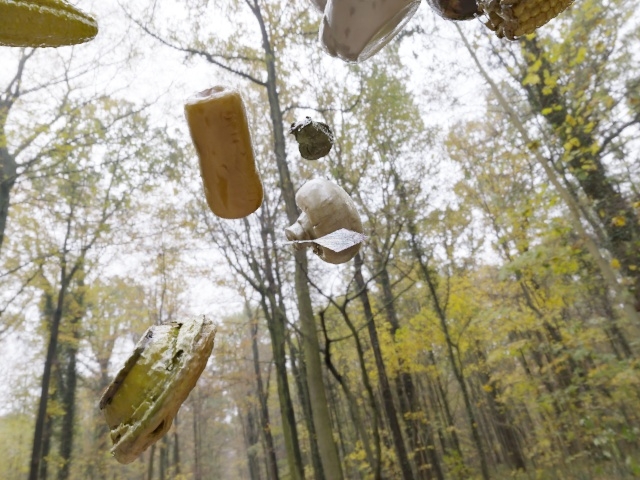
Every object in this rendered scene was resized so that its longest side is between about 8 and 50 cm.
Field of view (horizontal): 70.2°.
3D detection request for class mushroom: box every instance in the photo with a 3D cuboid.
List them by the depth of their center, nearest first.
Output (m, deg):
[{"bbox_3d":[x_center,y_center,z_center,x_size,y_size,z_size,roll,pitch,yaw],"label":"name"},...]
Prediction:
[{"bbox_3d":[0.019,-0.028,1.255,0.195,0.189,0.254,-30,-49,-16],"label":"mushroom"}]

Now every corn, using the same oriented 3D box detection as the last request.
[{"bbox_3d":[0.334,-0.377,0.556,0.305,0.106,0.106,-39,-36,15],"label":"corn"}]

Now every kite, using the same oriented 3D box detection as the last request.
[{"bbox_3d":[0.003,-0.003,0.385,0.078,0.002,0.044,7,27,33],"label":"kite"}]

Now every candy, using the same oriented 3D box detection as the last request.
[{"bbox_3d":[-0.473,-0.372,0.762,0.106,0.094,0.199,-32,-8,38],"label":"candy"}]

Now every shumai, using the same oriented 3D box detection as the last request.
[{"bbox_3d":[-0.015,-0.206,0.882,0.083,0.082,0.080,-42,-12,-4],"label":"shumai"}]

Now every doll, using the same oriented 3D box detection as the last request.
[{"bbox_3d":[0.059,-0.444,0.809,0.221,0.221,0.251,-17,10,9],"label":"doll"}]

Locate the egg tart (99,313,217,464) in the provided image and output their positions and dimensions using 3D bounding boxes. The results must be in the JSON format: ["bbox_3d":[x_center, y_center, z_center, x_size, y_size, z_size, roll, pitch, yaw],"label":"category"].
[{"bbox_3d":[-0.309,0.252,0.842,0.123,0.294,0.294,37,-46,-12],"label":"egg tart"}]

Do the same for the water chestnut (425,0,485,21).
[{"bbox_3d":[0.419,-0.759,1.235,0.300,0.300,0.300,-9,-29,-5],"label":"water chestnut"}]

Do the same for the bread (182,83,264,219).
[{"bbox_3d":[-0.214,-0.189,1.032,0.142,0.091,0.305,-19,-55,-16],"label":"bread"}]
